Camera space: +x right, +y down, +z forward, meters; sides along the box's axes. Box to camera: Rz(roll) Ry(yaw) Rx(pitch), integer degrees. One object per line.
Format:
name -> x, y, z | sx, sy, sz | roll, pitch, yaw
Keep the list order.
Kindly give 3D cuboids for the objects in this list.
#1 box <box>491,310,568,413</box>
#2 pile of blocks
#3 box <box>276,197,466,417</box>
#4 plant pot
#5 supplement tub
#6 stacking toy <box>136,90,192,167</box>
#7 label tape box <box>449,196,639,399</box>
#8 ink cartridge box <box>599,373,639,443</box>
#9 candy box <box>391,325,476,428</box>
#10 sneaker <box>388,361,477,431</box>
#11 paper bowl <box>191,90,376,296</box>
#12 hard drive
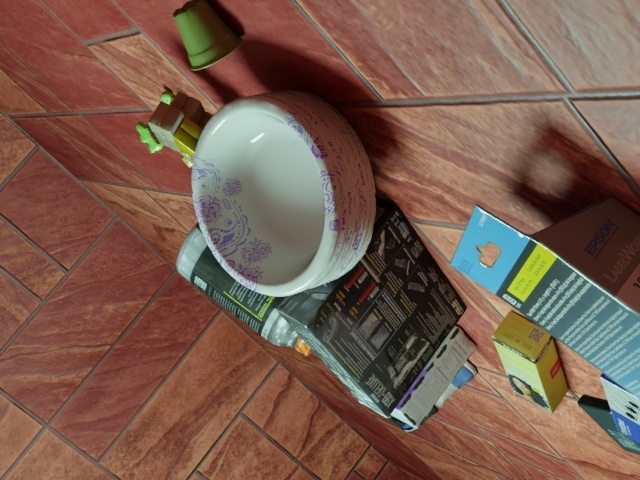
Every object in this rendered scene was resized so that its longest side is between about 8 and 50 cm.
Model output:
box -> 0.352, 0.207, 1.757 | 0.087, 0.058, 0.232 | 29, 163, 33
pile of blocks -> -0.121, -0.139, 1.763 | 0.149, 0.112, 0.362 | 12, 159, 48
box -> 0.094, 0.114, 1.729 | 0.076, 0.242, 0.307 | 24, 161, 44
plant pot -> -0.163, -0.290, 1.457 | 0.083, 0.083, 0.079 | 16, 142, 56
supplement tub -> -0.114, 0.077, 2.202 | 0.338, 0.207, 0.207 | 37, 166, 9
stacking toy -> -0.225, -0.160, 1.888 | 0.221, 0.052, 0.167 | 49, -157, -18
label tape box -> 0.330, 0.055, 1.238 | 0.334, 0.106, 0.240 | 37, 165, 10
ink cartridge box -> 0.487, 0.254, 1.592 | 0.097, 0.046, 0.207 | 30, 164, 35
candy box -> 0.173, 0.237, 2.008 | 0.070, 0.196, 0.165 | 47, 164, -33
sneaker -> 0.171, 0.294, 2.224 | 0.127, 0.182, 0.315 | 46, 164, -24
paper bowl -> -0.039, -0.073, 1.510 | 0.284, 0.148, 0.284 | 14, 111, 40
hard drive -> 0.507, 0.316, 1.785 | 0.135, 0.022, 0.094 | 43, 165, -19
